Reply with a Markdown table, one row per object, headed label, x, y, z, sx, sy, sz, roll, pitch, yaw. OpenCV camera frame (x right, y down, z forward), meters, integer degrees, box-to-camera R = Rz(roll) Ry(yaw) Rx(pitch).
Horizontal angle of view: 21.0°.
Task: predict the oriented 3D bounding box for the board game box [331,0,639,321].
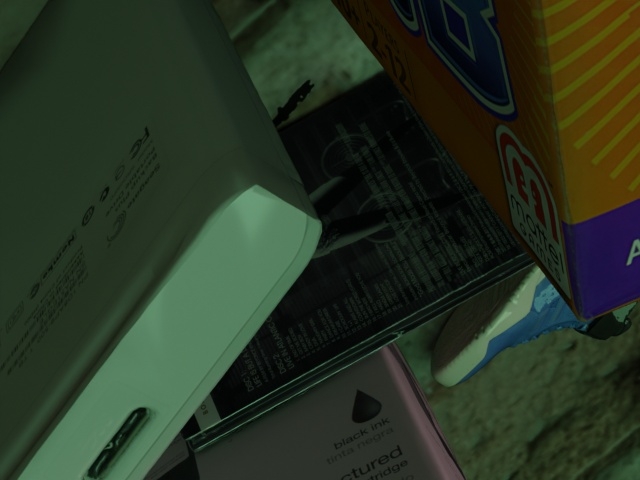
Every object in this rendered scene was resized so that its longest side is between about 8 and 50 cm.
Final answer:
| label | x | y | z | sx | sy | sz | roll | pitch | yaw |
| --- | --- | --- | --- | --- | --- | --- | --- | --- | --- |
| board game box | 0.164 | -0.258 | 0.691 | 0.356 | 0.356 | 0.356 | -22 | 129 | -8 |

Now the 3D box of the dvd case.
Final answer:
| label | x | y | z | sx | sy | sz | roll | pitch | yaw |
| --- | --- | --- | --- | --- | --- | --- | --- | --- | --- |
| dvd case | 0.000 | 0.000 | 0.941 | 0.221 | 0.164 | 0.018 | -29 | 139 | 1 |

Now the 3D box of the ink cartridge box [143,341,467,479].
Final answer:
| label | x | y | z | sx | sy | sz | roll | pitch | yaw |
| --- | --- | --- | --- | --- | --- | --- | --- | --- | --- |
| ink cartridge box | -0.031 | 0.148 | 0.938 | 0.211 | 0.289 | 0.121 | -30 | 117 | 2 |

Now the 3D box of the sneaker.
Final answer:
| label | x | y | z | sx | sy | sz | roll | pitch | yaw |
| --- | --- | --- | --- | --- | --- | --- | --- | --- | --- |
| sneaker | 0.143 | 0.048 | 1.060 | 0.084 | 0.058 | 0.152 | 39 | 96 | -19 |

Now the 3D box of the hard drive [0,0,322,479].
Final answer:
| label | x | y | z | sx | sy | sz | roll | pitch | yaw |
| --- | --- | --- | --- | --- | --- | --- | --- | --- | --- |
| hard drive | -0.118 | -0.004 | 0.797 | 0.047 | 0.353 | 0.233 | 30 | 106 | -26 |
